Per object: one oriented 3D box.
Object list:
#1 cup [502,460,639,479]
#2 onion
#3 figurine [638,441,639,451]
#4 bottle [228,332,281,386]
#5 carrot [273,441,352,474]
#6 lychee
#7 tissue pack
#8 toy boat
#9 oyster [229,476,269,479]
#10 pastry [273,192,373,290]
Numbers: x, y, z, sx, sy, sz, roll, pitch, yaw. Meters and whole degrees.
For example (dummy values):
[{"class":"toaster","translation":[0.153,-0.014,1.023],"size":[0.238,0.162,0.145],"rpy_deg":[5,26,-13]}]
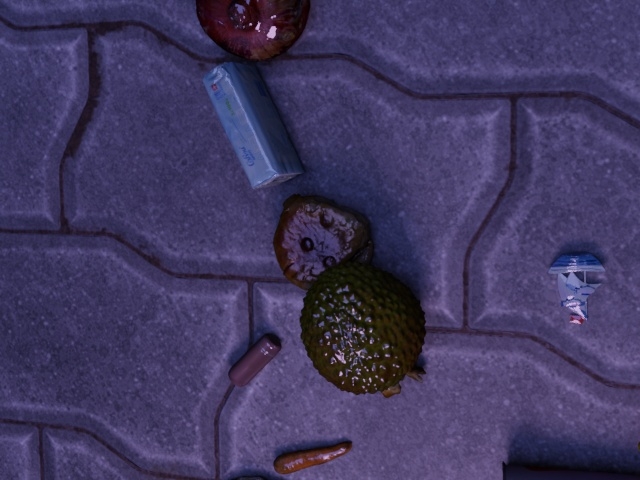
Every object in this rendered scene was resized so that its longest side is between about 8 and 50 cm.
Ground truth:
[{"class":"cup","translation":[0.510,0.538,1.806],"size":[0.289,0.203,0.202],"rpy_deg":[-4,95,14]},{"class":"onion","translation":[-0.143,-0.495,1.897],"size":[0.247,0.190,0.246],"rpy_deg":[4,113,9]},{"class":"figurine","translation":[0.752,0.321,1.683],"size":[0.327,0.218,0.169],"rpy_deg":[-35,64,39]},{"class":"bottle","translation":[-0.149,0.270,2.059],"size":[0.053,0.053,0.140],"rpy_deg":[47,109,8]},{"class":"carrot","translation":[-0.018,0.485,2.045],"size":[0.191,0.047,0.047],"rpy_deg":[-19,90,18]},{"class":"lychee","translation":[0.089,0.183,1.854],"size":[0.270,0.320,0.269],"rpy_deg":[-2,58,3]},{"class":"tissue pack","translation":[-0.142,-0.242,1.931],"size":[0.089,0.177,0.263],"rpy_deg":[-24,88,20]},{"class":"toy boat","translation":[0.507,0.088,1.832],"size":[0.105,0.034,0.149],"rpy_deg":[20,115,13]},{"class":"oyster","translation":[-0.147,0.644,2.086],"size":[0.260,0.092,0.198],"rpy_deg":[-9,90,23]},{"class":"pastry","translation":[0.000,0.000,1.952],"size":[0.218,0.100,0.229],"rpy_deg":[-33,87,19]}]
